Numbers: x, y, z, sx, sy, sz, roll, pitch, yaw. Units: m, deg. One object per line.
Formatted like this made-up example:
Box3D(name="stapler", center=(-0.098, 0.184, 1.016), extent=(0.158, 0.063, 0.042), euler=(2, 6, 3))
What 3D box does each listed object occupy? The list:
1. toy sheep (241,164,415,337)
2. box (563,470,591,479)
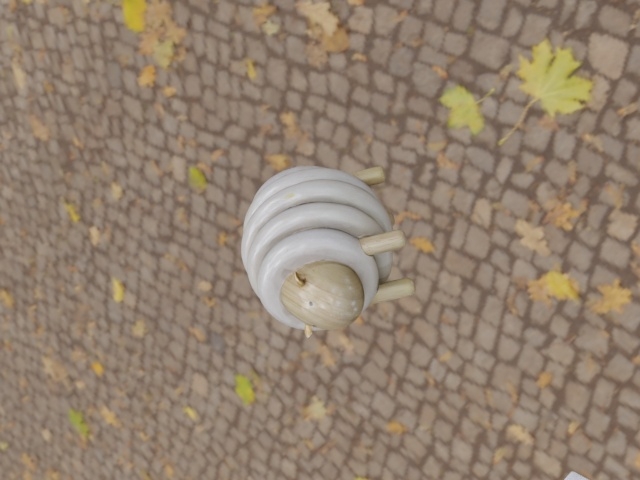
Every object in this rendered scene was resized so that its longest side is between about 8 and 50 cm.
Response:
Box3D(name="toy sheep", center=(0.000, 0.000, 0.553), extent=(0.091, 0.132, 0.091), euler=(-4, 124, -5))
Box3D(name="box", center=(0.250, 0.352, 0.846), extent=(0.126, 0.231, 0.262), euler=(56, 163, -24))
